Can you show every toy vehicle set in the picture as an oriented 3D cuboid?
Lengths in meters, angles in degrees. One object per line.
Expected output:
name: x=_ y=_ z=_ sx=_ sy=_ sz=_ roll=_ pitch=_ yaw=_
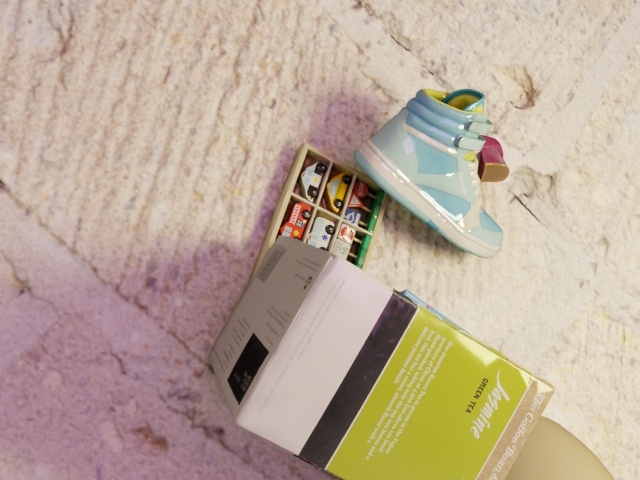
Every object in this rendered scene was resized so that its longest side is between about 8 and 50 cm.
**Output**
toy vehicle set: x=0.000 y=0.000 z=1.247 sx=0.166 sy=0.035 sz=0.267 roll=25 pitch=68 yaw=-18

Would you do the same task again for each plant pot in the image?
plant pot: x=0.310 y=0.375 z=1.189 sx=0.284 sy=0.284 sz=0.191 roll=16 pitch=48 yaw=-21

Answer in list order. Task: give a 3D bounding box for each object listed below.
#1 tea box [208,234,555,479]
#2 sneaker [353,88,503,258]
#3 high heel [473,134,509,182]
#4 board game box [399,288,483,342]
tea box: x=0.056 y=0.171 z=1.035 sx=0.323 sy=0.329 sz=0.220 roll=32 pitch=87 yaw=-14
sneaker: x=0.230 y=-0.115 z=1.266 sx=0.319 sy=0.127 sz=0.208 roll=33 pitch=104 yaw=-30
high heel: x=0.203 y=-0.158 z=1.378 sx=0.244 sy=0.082 sz=0.117 roll=1 pitch=36 yaw=-8
board game box: x=0.182 y=0.203 z=1.279 sx=0.211 sy=0.039 sz=0.160 roll=34 pitch=66 yaw=-12
